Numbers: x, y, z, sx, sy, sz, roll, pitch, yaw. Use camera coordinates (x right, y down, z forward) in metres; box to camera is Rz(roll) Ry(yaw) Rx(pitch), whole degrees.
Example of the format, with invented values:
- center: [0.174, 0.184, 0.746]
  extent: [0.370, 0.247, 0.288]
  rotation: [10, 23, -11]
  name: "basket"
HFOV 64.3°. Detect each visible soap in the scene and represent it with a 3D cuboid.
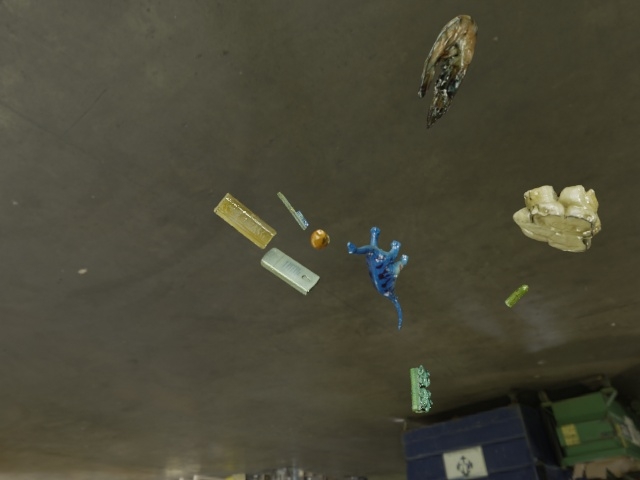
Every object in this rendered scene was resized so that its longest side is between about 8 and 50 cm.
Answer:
- center: [-0.296, -0.073, 2.020]
  extent: [0.252, 0.037, 0.092]
  rotation: [40, 94, -21]
  name: "soap"

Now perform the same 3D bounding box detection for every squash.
- center: [0.578, 0.159, 1.494]
  extent: [0.027, 0.027, 0.083]
  rotation: [13, 128, -25]
  name: "squash"

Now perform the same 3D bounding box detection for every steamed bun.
- center: [0.551, -0.063, 1.181]
  extent: [0.192, 0.106, 0.177]
  rotation: [15, 161, 34]
  name: "steamed bun"

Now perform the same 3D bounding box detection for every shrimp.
- center: [0.362, -0.495, 1.542]
  extent: [0.233, 0.071, 0.365]
  rotation: [-23, 143, -38]
  name: "shrimp"

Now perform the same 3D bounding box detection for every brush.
- center: [-0.103, -0.118, 1.963]
  extent: [0.030, 0.179, 0.033]
  rotation: [-38, -174, -15]
  name: "brush"

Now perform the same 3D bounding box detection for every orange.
- center: [0.000, 0.000, 2.079]
  extent: [0.086, 0.062, 0.086]
  rotation: [-18, 124, -30]
  name: "orange"

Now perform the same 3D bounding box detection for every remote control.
- center: [-0.117, 0.116, 1.958]
  extent: [0.233, 0.098, 0.038]
  rotation: [32, 141, 15]
  name: "remote control"

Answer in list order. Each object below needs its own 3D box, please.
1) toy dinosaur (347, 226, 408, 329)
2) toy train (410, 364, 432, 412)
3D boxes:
- center: [0.152, 0.063, 1.194]
  extent: [0.076, 0.144, 0.329]
  rotation: [1, 141, 33]
  name: "toy dinosaur"
- center: [0.320, 0.474, 1.629]
  extent: [0.038, 0.148, 0.071]
  rotation: [19, 147, -28]
  name: "toy train"
